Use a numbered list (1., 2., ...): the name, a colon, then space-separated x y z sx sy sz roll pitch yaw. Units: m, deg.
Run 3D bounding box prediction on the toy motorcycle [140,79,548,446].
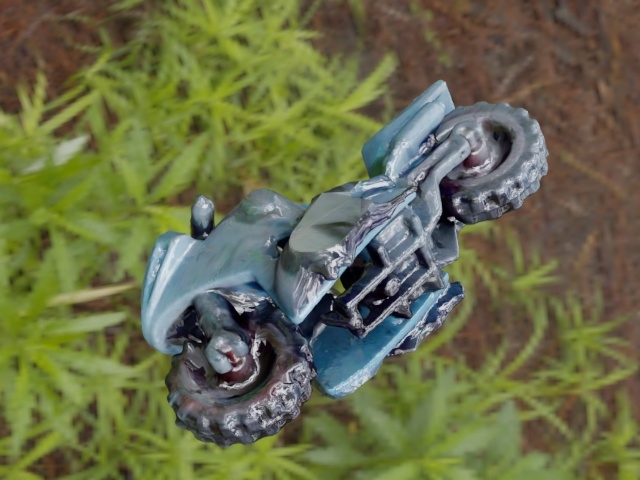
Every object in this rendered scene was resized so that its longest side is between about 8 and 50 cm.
1. toy motorcycle: 0.000 0.000 1.597 0.416 0.232 0.172 -43 135 -16
